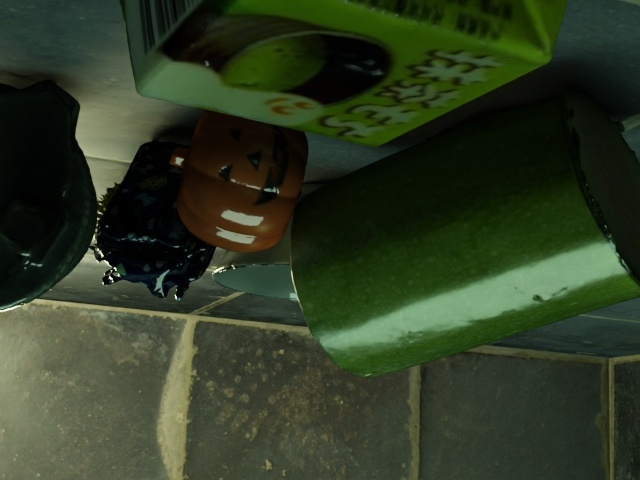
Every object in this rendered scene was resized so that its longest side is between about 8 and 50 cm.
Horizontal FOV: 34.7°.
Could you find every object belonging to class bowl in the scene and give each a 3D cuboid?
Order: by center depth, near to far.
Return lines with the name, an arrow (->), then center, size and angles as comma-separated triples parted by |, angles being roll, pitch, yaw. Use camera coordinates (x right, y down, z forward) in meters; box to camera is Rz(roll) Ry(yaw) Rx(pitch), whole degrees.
bowl -> 0.000, 0.000, 1.667 | 0.345, 0.157, 0.345 | 3, 168, 1

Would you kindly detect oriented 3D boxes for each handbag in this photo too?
handbag -> -0.199, -0.042, 1.377 | 0.162, 0.260, 0.113 | 9, 135, 12

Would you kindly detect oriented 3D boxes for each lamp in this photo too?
lamp -> -0.103, -0.082, 1.249 | 0.164, 0.188, 0.187 | 14, 166, -8

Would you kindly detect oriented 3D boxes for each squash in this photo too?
squash -> 0.187, -0.006, 1.225 | 0.384, 0.263, 0.263 | -21, 157, 30

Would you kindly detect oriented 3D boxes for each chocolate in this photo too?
chocolate -> 0.012, -0.191, 0.837 | 0.288, 0.137, 0.301 | 9, 167, -27

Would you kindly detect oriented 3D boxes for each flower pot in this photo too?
flower pot -> -0.405, -0.066, 1.257 | 0.299, 0.299, 0.283 | 3, 178, -2

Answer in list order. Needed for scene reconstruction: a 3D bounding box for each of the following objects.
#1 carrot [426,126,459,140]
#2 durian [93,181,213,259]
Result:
carrot -> 0.281, -0.095, 1.387 | 0.342, 0.070, 0.070 | 13, 164, -33
durian -> -0.270, -0.025, 1.665 | 0.193, 0.138, 0.237 | 0, 165, -3
